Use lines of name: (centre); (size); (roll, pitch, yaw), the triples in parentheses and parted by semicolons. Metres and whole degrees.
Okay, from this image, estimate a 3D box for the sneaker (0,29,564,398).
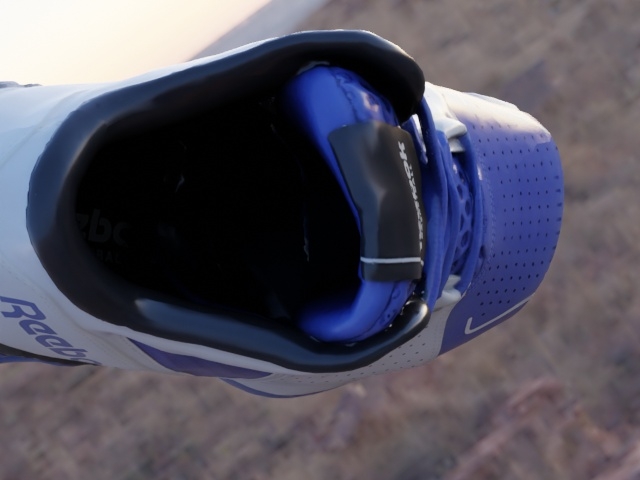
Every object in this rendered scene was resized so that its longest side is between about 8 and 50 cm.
sneaker: (-0.001, 0.000, 0.664); (0.315, 0.127, 0.182); (0, 0, -42)
